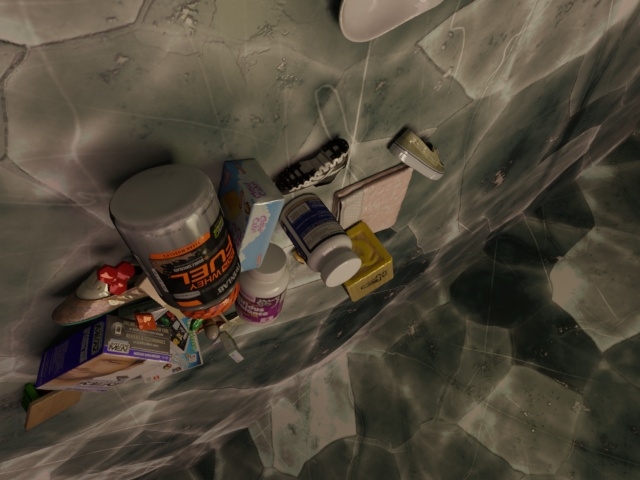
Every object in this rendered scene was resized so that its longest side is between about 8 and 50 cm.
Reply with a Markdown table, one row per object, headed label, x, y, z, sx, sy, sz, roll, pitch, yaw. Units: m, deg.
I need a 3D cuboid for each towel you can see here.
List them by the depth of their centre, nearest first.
| label | x | y | z | sx | sy | sz | roll | pitch | yaw |
| --- | --- | --- | --- | --- | --- | --- | --- | --- | --- |
| towel | 0.178 | -0.111 | 1.482 | 0.317 | 0.053 | 0.331 | -25 | 152 | -19 |

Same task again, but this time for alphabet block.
| label | x | y | z | sx | sy | sz | roll | pitch | yaw |
| --- | --- | --- | --- | --- | --- | --- | --- | --- | --- |
| alphabet block | 0.141 | 0.083 | 1.498 | 0.193 | 0.192 | 0.197 | -34 | 153 | -4 |

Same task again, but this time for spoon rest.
| label | x | y | z | sx | sy | sz | roll | pitch | yaw |
| --- | --- | --- | --- | --- | --- | --- | --- | --- | --- |
| spoon rest | 0.157 | -0.492 | 0.820 | 0.276 | 0.084 | 0.137 | -29 | 152 | -14 |

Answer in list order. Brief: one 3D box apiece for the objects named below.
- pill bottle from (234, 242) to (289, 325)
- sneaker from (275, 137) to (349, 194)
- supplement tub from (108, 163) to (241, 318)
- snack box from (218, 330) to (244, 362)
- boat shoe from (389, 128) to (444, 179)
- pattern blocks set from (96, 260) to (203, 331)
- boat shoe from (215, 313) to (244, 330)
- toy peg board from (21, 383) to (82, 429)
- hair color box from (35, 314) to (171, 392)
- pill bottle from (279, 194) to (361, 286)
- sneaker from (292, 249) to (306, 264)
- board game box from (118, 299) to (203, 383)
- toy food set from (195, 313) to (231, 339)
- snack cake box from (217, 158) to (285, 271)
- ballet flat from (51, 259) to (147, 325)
| label | x | y | z | sx | sy | sz | roll | pitch | yaw |
| --- | --- | --- | --- | --- | --- | --- | --- | --- | --- |
| pill bottle | -0.193 | 0.145 | 1.342 | 0.169 | 0.169 | 0.301 | -20 | 149 | -27 |
| sneaker | -0.015 | -0.181 | 1.124 | 0.234 | 0.078 | 0.106 | -34 | 150 | -7 |
| supplement tub | -0.301 | 0.017 | 0.912 | 0.207 | 0.207 | 0.337 | -26 | 139 | -17 |
| snack box | -0.371 | 0.445 | 1.694 | 0.037 | 0.100 | 0.141 | -30 | 152 | -11 |
| boat shoe | 0.345 | -0.279 | 1.346 | 0.302 | 0.109 | 0.094 | 8 | 128 | -50 |
| pattern blocks set | -0.381 | 0.103 | 1.059 | 0.285 | 0.026 | 0.324 | -50 | 135 | -28 |
| boat shoe | -0.338 | 0.307 | 1.576 | 0.137 | 0.043 | 0.049 | -21 | 124 | -29 |
| toy peg board | -0.845 | 0.483 | 1.274 | 0.161 | 0.079 | 0.161 | -25 | 156 | -53 |
| hair color box | -0.590 | 0.320 | 1.105 | 0.339 | 0.110 | 0.185 | -29 | 144 | 26 |
| pill bottle | 0.000 | 0.000 | 1.224 | 0.153 | 0.264 | 0.153 | -27 | 152 | -16 |
| sneaker | -0.019 | 0.052 | 1.498 | 0.084 | 0.069 | 0.186 | -41 | 154 | 23 |
| board game box | -0.492 | 0.309 | 1.277 | 0.193 | 0.053 | 0.305 | -14 | 129 | -21 |
| toy food set | -0.475 | 0.330 | 1.404 | 0.306 | 0.092 | 0.219 | -30 | 152 | -11 |
| snack cake box | -0.195 | -0.056 | 1.040 | 0.089 | 0.152 | 0.264 | -15 | 146 | -35 |
| ballet flat | -0.511 | 0.108 | 1.030 | 0.316 | 0.108 | 0.106 | -21 | 130 | -36 |
